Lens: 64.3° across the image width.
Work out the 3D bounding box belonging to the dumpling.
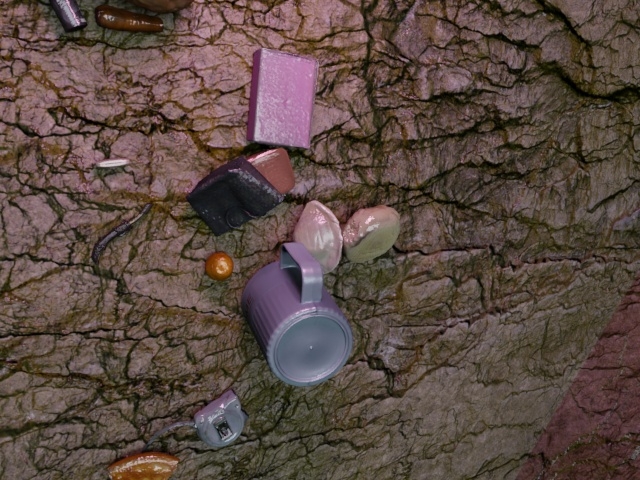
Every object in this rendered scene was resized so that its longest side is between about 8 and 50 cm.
[{"bbox_3d":[0.000,-0.004,1.555,0.126,0.167,0.215,17,89,-60],"label":"dumpling"}]

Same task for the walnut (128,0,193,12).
[{"bbox_3d":[-0.407,-0.670,1.161,0.285,0.285,0.296,-41,109,-13],"label":"walnut"}]

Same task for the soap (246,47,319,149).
[{"bbox_3d":[-0.108,-0.400,1.462,0.181,0.081,0.259,1,101,-25],"label":"soap"}]

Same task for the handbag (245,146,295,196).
[{"bbox_3d":[-0.173,-0.179,1.484,0.193,0.072,0.151,-30,112,-20],"label":"handbag"}]

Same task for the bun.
[{"bbox_3d":[0.152,-0.035,1.617,0.221,0.134,0.220,-25,150,-16],"label":"bun"}]

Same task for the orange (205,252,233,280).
[{"bbox_3d":[-0.293,0.077,1.479,0.083,0.070,0.083,1,88,-27],"label":"orange"}]

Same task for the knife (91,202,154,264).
[{"bbox_3d":[-0.537,-0.028,1.366,0.222,0.021,0.045,-47,115,-5],"label":"knife"}]

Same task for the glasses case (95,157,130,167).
[{"bbox_3d":[-0.539,-0.202,1.322,0.083,0.032,0.021,-11,108,-24],"label":"glasses case"}]

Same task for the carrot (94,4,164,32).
[{"bbox_3d":[-0.477,-0.548,1.272,0.162,0.055,0.055,-3,102,-32],"label":"carrot"}]

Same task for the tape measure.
[{"bbox_3d":[-0.375,0.596,1.541,0.330,0.084,0.164,-32,108,-18],"label":"tape measure"}]

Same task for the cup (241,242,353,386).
[{"bbox_3d":[-0.051,0.205,1.457,0.257,0.311,0.331,28,99,-27],"label":"cup"}]

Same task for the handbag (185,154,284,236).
[{"bbox_3d":[-0.241,-0.115,1.394,0.175,0.270,0.088,52,34,-23],"label":"handbag"}]

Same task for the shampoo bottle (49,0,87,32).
[{"bbox_3d":[-0.618,-0.598,1.187,0.064,0.057,0.207,-29,112,-17],"label":"shampoo bottle"}]

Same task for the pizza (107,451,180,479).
[{"bbox_3d":[-0.530,0.714,1.507,0.201,0.053,0.193,8,97,-22],"label":"pizza"}]
